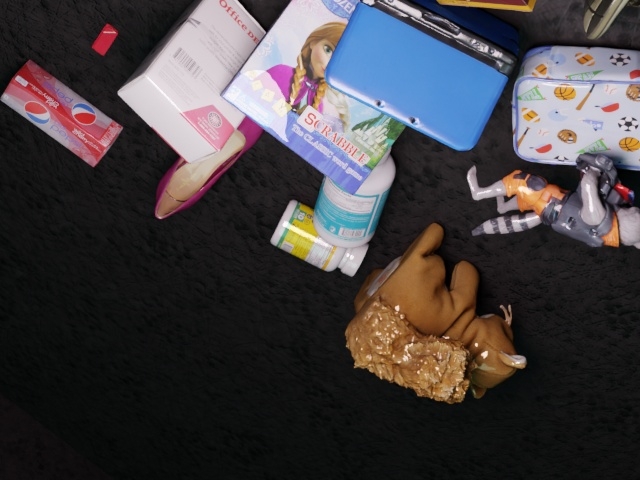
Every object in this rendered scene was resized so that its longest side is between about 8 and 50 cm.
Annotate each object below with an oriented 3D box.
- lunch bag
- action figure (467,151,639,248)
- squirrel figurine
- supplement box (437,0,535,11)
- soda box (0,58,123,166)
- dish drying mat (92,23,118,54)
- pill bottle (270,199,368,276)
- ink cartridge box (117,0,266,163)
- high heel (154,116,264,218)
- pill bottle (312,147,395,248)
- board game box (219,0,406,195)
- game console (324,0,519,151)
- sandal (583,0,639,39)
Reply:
[{"bbox_3d":[0.499,-0.238,1.847,0.303,0.115,0.243,8,141,19],"label":"lunch bag"},{"bbox_3d":[0.479,-0.046,1.936,0.330,0.179,0.341,14,166,29],"label":"action figure"},{"bbox_3d":[0.262,0.224,2.210,0.370,0.397,0.281,41,131,-6],"label":"squirrel figurine"},{"bbox_3d":[0.243,-0.478,1.606,0.191,0.129,0.194,17,172,41],"label":"supplement box"},{"bbox_3d":[-0.596,-0.292,2.299,0.263,0.083,0.092,37,136,-13],"label":"soda box"},{"bbox_3d":[-0.465,-0.433,2.153,0.032,0.008,0.083,36,136,-14],"label":"dish drying mat"},{"bbox_3d":[0.000,0.000,2.304,0.208,0.118,0.118,27,138,-3],"label":"pill bottle"},{"bbox_3d":[-0.226,-0.324,1.948,0.207,0.283,0.117,45,145,-22],"label":"ink cartridge box"},{"bbox_3d":[-0.237,-0.181,2.177,0.127,0.181,0.377,34,137,-11],"label":"high heel"},{"bbox_3d":[0.076,-0.116,2.133,0.146,0.146,0.264,21,137,3],"label":"pill bottle"},{"bbox_3d":[0.030,-0.304,1.881,0.318,0.066,0.318,35,95,-14],"label":"board game box"},{"bbox_3d":[0.184,-0.330,1.764,0.293,0.250,0.173,27,121,-3],"label":"game console"},{"bbox_3d":[0.531,-0.438,1.632,0.086,0.120,0.303,20,139,-17],"label":"sandal"}]
